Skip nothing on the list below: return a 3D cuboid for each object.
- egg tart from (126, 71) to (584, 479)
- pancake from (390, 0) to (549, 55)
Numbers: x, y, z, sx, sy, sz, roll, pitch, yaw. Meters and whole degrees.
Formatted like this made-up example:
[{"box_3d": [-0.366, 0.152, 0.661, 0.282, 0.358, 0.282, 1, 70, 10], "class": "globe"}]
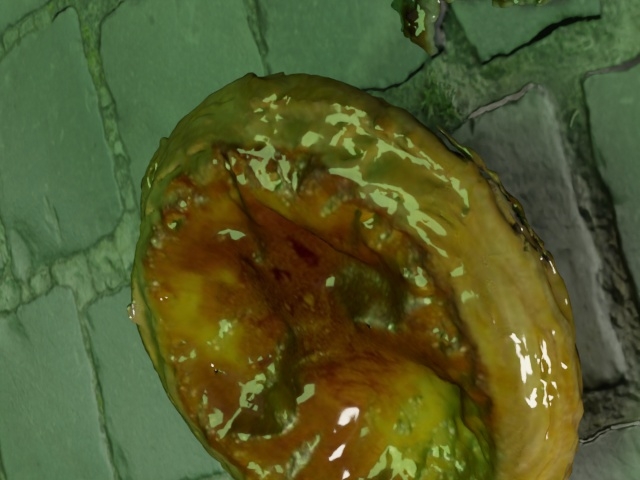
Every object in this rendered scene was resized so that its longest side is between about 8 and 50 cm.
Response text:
[{"box_3d": [0.038, 0.054, 1.470, 0.443, 0.178, 0.443, 20, 127, 30], "class": "egg tart"}, {"box_3d": [0.158, -0.315, 1.427, 0.427, 0.067, 0.304, -4, 93, 46], "class": "pancake"}]
